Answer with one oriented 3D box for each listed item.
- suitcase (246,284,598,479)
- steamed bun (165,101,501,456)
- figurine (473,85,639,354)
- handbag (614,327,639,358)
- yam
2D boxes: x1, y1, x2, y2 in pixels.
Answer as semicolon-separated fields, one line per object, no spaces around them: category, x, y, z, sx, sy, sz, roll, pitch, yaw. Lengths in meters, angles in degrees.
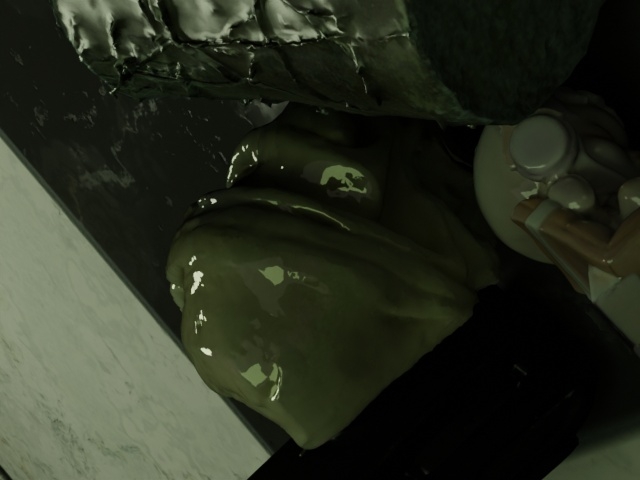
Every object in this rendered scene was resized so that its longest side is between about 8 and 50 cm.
suitcase;0.059;0.218;0.946;0.188;0.345;0.339;44;148;17
steamed bun;0.000;0.000;0.849;0.206;0.275;0.320;54;-176;-12
figurine;0.185;-0.037;0.720;0.162;0.141;0.236;38;-172;-30
handbag;0.288;0.059;0.739;0.117;0.095;0.173;50;151;0
yam;-0.007;-0.192;0.722;0.348;0.241;0.241;14;133;39
